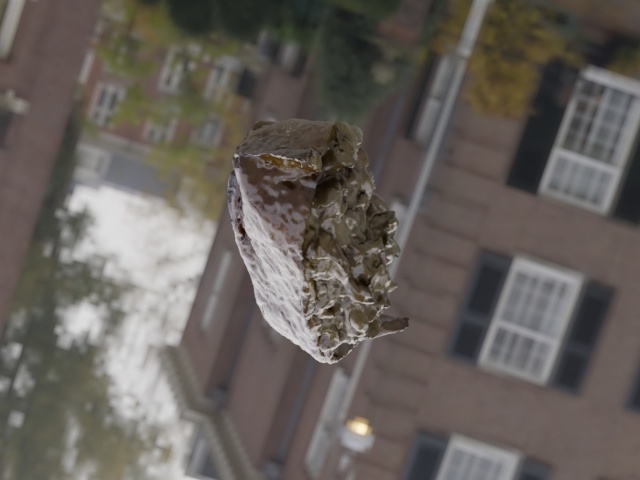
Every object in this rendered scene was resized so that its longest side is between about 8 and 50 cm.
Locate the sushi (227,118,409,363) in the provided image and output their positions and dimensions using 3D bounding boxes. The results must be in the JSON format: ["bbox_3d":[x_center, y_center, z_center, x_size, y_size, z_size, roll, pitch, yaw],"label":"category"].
[{"bbox_3d":[0.000,0.000,0.648,0.055,0.120,0.052,22,-128,30],"label":"sushi"}]
